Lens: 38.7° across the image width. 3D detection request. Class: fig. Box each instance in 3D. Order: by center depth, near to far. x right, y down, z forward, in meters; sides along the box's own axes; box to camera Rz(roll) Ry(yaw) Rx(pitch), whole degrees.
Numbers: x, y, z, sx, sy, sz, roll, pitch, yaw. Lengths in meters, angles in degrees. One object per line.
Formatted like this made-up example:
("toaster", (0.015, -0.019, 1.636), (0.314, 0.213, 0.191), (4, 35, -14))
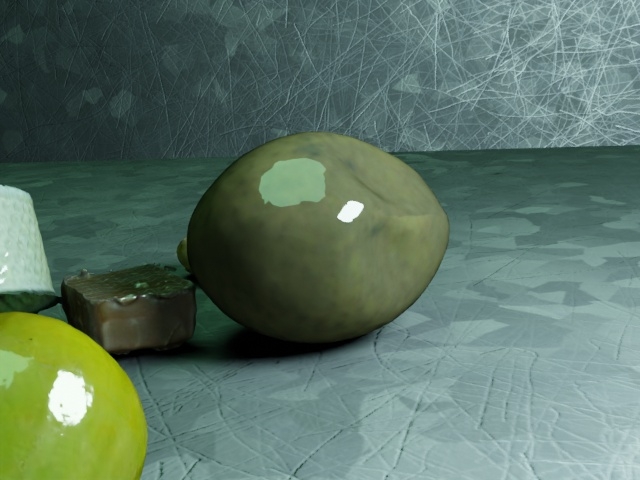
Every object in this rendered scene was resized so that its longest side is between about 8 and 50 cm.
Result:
("fig", (-0.241, 0.172, 0.669), (0.207, 0.207, 0.230), (1, 47, 21))

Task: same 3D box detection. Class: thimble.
("thimble", (-0.483, 0.038, 1.176), (0.271, 0.149, 0.271), (-15, -9, -2))

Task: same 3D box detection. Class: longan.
("longan", (0.000, 0.000, 1.174), (0.350, 0.288, 0.288), (-5, 12, -34))

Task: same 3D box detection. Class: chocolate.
("chocolate", (-0.255, 0.092, 1.214), (0.149, 0.093, 0.214), (-11, 14, -24))

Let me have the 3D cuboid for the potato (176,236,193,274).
("potato", (-0.169, 0.027, 1.508), (0.171, 0.079, 0.107), (13, 13, 43))
